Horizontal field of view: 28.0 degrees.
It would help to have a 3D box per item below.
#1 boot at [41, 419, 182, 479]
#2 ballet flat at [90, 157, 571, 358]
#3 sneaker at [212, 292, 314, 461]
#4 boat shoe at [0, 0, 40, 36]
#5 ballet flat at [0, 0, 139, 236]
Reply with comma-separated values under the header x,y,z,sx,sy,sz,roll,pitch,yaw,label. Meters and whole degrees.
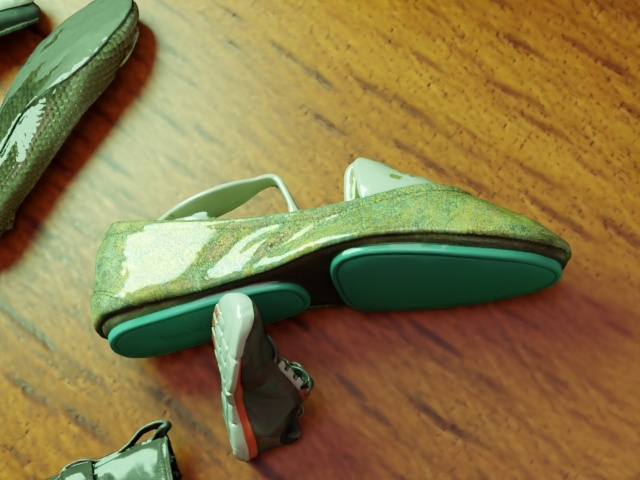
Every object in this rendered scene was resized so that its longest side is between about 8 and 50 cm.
x,y,z,sx,sy,sz,roll,pitch,yaw,label
-0.186,0.269,0.899,0.229,0.091,0.263,-8,81,-2,boot
0.000,0.000,0.929,0.349,0.123,0.123,-10,74,7,ballet flat
-0.038,0.091,0.899,0.065,0.158,0.061,-10,48,-10,sneaker
-0.329,-0.136,1.040,0.233,0.084,0.079,-28,111,-7,boat shoe
-0.220,-0.091,1.016,0.084,0.058,0.250,18,70,49,ballet flat
